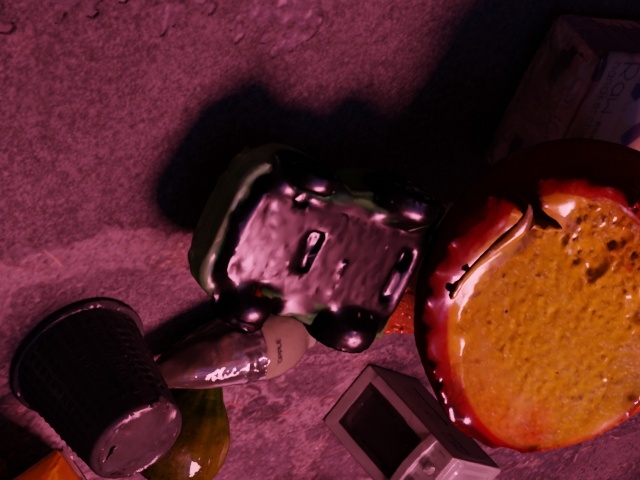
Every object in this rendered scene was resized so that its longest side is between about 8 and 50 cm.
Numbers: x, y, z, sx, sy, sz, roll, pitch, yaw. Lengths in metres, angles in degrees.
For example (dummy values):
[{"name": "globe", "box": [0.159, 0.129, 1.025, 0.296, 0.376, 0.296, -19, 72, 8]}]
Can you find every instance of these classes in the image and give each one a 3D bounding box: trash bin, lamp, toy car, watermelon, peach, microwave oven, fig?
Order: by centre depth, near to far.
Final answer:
[{"name": "trash bin", "box": [-0.245, 0.184, 1.699, 0.175, 0.161, 0.175, -27, 143, -22]}, {"name": "toy car", "box": [0.000, 0.000, 1.738, 0.358, 0.176, 0.213, 14, 108, -39]}, {"name": "peach", "box": [0.296, 0.055, 1.804, 0.406, 0.335, 0.310, -62, 177, 29]}, {"name": "lamp", "box": [-0.099, 0.136, 1.839, 0.250, 0.101, 0.101, -16, 136, -32]}, {"name": "fig", "box": [-0.167, 0.236, 1.866, 0.123, 0.123, 0.156, 18, 101, -50]}, {"name": "watermelon", "box": [0.094, 0.073, 1.974, 0.145, 0.137, 0.193, -2, 140, 9]}, {"name": "microwave oven", "box": [0.131, 0.301, 2.131, 0.122, 0.208, 0.162, -51, 143, 11]}]

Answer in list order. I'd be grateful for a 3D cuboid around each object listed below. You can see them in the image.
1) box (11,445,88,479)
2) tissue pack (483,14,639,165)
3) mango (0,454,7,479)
[{"name": "box", "box": [-0.385, 0.363, 1.736, 0.273, 0.091, 0.221, -36, 172, -10]}, {"name": "tissue pack", "box": [0.408, -0.178, 1.979, 0.343, 0.125, 0.242, -5, 133, -39]}, {"name": "mango", "box": [-0.423, 0.285, 1.723, 0.114, 0.057, 0.079, -25, 145, -11]}]
